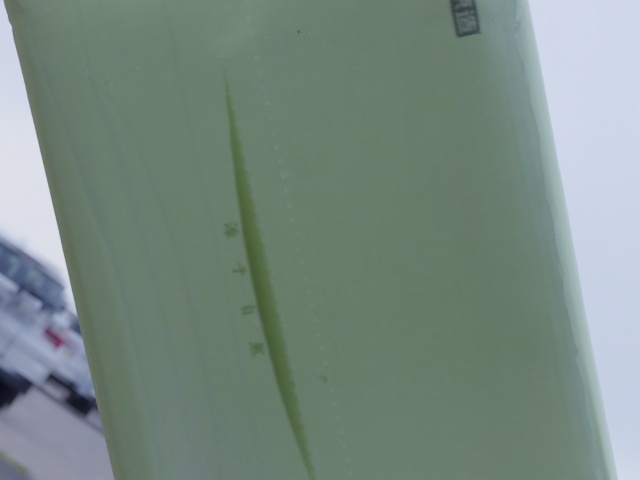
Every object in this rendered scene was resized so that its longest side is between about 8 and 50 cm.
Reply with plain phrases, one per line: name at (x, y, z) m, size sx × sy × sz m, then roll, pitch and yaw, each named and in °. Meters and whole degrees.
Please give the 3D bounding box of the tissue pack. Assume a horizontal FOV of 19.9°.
tissue pack at (0.000, 0.000, 0.600) m, size 0.125 × 0.159 × 0.234 m, roll -79°, pitch 157°, yaw -82°
